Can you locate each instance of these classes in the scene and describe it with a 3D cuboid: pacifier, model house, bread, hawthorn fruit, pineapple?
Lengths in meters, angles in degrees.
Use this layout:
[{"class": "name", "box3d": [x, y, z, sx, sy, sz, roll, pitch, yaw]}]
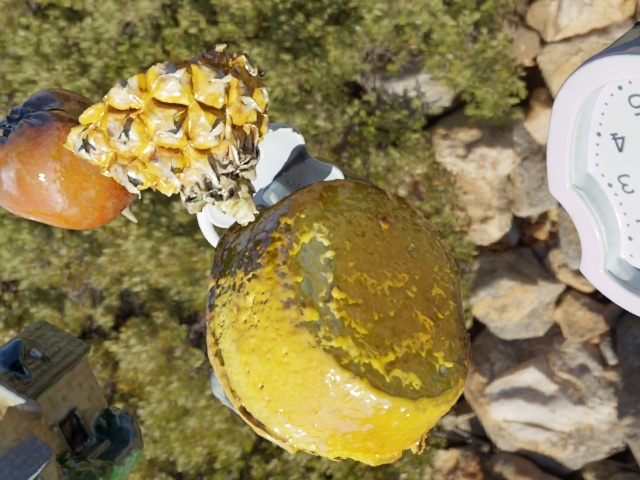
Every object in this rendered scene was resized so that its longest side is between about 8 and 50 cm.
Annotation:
[{"class": "pacifier", "box3d": [-0.057, -0.042, 1.324, 0.227, 0.279, 0.207, -50, 46, 2]}, {"class": "model house", "box3d": [-0.552, 0.325, 1.488, 0.334, 0.382, 0.343, -13, 105, 29]}, {"class": "bread", "box3d": [0.037, 0.086, 1.053, 0.204, 0.337, 0.358, -40, 40, 40]}, {"class": "hawthorn fruit", "box3d": [-0.356, -0.097, 1.232, 0.199, 0.251, 0.199, -30, 38, 27]}, {"class": "pineapple", "box3d": [-0.112, -0.104, 0.861, 0.140, 0.249, 0.164, -47, 63, 48]}]

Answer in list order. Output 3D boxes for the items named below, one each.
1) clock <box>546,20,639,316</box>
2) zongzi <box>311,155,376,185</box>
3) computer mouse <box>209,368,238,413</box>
[{"class": "clock", "box3d": [0.371, -0.050, 0.764, 0.338, 0.102, 0.338, 35, 146, 28]}, {"class": "zongzi", "box3d": [0.000, 0.000, 1.594, 0.274, 0.145, 0.300, -138, 51, -72]}, {"class": "computer mouse", "box3d": [-0.044, 0.206, 1.326, 0.203, 0.374, 0.114, -42, 48, 2]}]
